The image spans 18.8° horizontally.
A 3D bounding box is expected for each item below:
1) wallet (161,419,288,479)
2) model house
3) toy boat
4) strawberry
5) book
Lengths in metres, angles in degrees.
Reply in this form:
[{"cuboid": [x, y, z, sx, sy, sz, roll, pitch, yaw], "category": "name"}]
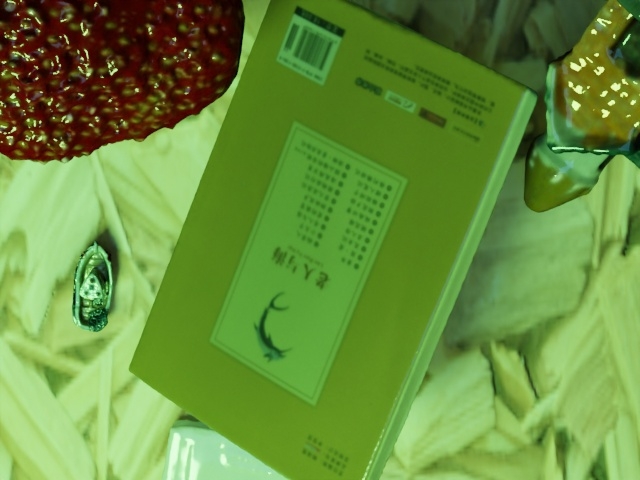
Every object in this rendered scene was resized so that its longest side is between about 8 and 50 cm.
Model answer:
[{"cuboid": [-0.052, 0.229, 1.724, 0.183, 0.032, 0.124, 9, 101, 3], "category": "wallet"}, {"cuboid": [0.286, -0.106, 1.521, 0.190, 0.271, 0.301, 44, 119, 9], "category": "model house"}, {"cuboid": [-0.199, 0.040, 1.688, 0.038, 0.038, 0.083, 6, 105, 3], "category": "toy boat"}, {"cuboid": [-0.215, -0.191, 1.515, 0.257, 0.261, 0.261, 25, 106, 30], "category": "strawberry"}, {"cuboid": [0.000, 0.000, 1.603, 0.269, 0.032, 0.389, 31, 107, 30], "category": "book"}]
